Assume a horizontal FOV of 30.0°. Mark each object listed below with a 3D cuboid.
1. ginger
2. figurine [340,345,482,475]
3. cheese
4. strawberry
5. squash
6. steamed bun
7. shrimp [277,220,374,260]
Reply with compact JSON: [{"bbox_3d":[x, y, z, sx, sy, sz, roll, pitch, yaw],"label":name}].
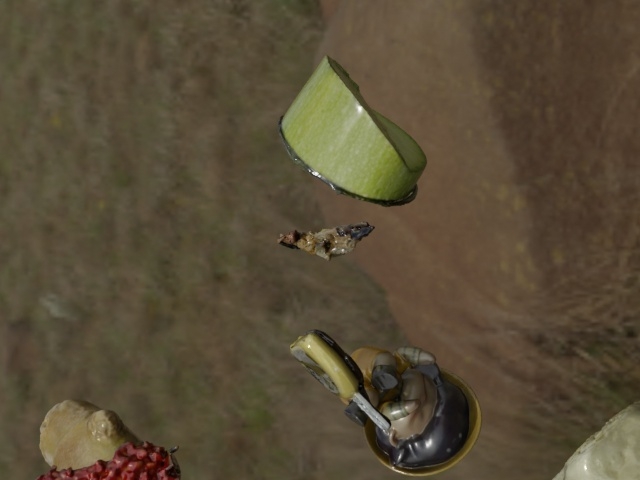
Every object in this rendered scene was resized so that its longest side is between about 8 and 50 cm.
[{"bbox_3d":[-0.272,0.349,1.642,0.354,0.126,0.190,47,131,25],"label":"ginger"},{"bbox_3d":[0.131,0.258,1.873,0.167,0.257,0.192,3,57,51],"label":"figurine"},{"bbox_3d":[0.031,0.183,1.530,0.036,0.162,0.086,-47,5,-23],"label":"cheese"},{"bbox_3d":[-0.238,0.314,1.328,0.167,0.208,0.087,78,167,-44],"label":"strawberry"},{"bbox_3d":[0.061,-0.152,1.647,0.133,0.220,0.220,-56,34,22],"label":"squash"},{"bbox_3d":[0.568,0.432,2.165,0.203,0.276,0.289,48,162,18],"label":"steamed bun"},{"bbox_3d":[0.008,0.005,2.119,0.262,0.117,0.066,158,109,-69],"label":"shrimp"}]
